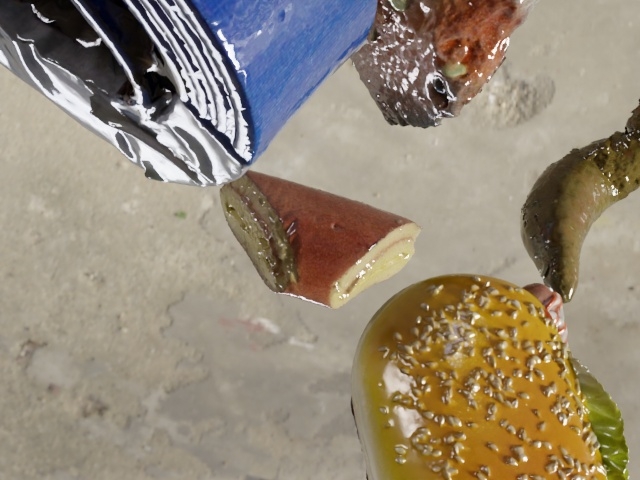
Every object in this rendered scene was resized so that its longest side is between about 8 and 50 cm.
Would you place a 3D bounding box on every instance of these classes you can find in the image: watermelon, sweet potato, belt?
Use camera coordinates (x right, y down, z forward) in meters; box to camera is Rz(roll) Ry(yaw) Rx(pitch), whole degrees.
[{"bbox_3d":[0.092,-0.207,0.834,0.140,0.193,0.256,18,102,-18],"label":"watermelon"},{"bbox_3d":[0.305,-0.057,1.255,0.098,0.310,0.124,50,155,-21],"label":"sweet potato"},{"bbox_3d":[-0.134,-0.183,0.529,0.347,0.117,0.212,44,152,-10],"label":"belt"}]

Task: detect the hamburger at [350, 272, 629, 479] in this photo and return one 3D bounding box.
[{"bbox_3d":[0.106,0.123,0.690,0.173,0.210,0.116,-3,162,-26],"label":"hamburger"}]

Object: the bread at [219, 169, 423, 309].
[{"bbox_3d":[0.000,-0.001,0.966,0.192,0.119,0.067,14,128,-8],"label":"bread"}]
